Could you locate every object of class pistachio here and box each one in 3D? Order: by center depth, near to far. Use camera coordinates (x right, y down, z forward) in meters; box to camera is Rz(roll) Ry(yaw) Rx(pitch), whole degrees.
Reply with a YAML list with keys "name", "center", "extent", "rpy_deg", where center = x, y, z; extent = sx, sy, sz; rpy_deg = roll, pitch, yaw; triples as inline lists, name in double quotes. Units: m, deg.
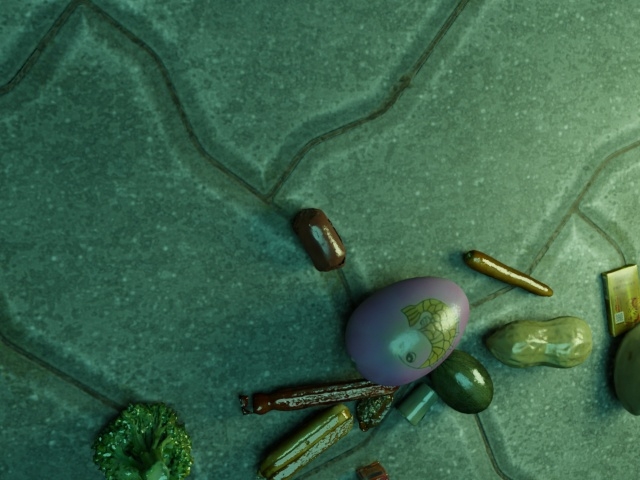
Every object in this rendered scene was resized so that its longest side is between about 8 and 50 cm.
- name: "pistachio"
  center: [0.759, 0.290, 1.760]
  extent: [0.153, 0.138, 0.238]
  rpy_deg: [13, 104, 15]

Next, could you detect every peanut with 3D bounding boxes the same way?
- name: "peanut"
  center: [0.488, 0.226, 1.671]
  extent: [0.256, 0.123, 0.124]
  rpy_deg: [-1, 99, -20]

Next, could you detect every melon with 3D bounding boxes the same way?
- name: "melon"
  center: [0.306, 0.305, 1.628]
  extent: [0.114, 0.114, 0.167]
  rpy_deg: [-43, 106, -7]

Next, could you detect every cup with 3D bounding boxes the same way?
- name: "cup"
  center: [0.215, 0.357, 1.639]
  extent: [0.083, 0.054, 0.075]
  rpy_deg: [-45, 107, -9]

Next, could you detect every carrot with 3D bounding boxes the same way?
- name: "carrot"
  center: [0.415, 0.077, 1.667]
  extent: [0.247, 0.043, 0.043]
  rpy_deg: [23, 91, -21]

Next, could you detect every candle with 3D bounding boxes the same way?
- name: "candle"
  center: [0.000, 0.315, 1.550]
  extent: [0.329, 0.051, 0.048]
  rpy_deg: [-6, 85, -8]

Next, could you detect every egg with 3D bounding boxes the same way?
- name: "egg"
  center: [0.174, 0.173, 1.529]
  extent: [0.271, 0.196, 0.196]
  rpy_deg: [-43, 109, -23]

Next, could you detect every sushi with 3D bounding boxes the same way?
- name: "sushi"
  center: [0.112, 0.341, 1.608]
  extent: [0.055, 0.052, 0.120]
  rpy_deg: [36, 89, -34]

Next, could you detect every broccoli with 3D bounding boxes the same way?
- name: "broccoli"
  center: [-0.319, 0.413, 1.407]
  extent: [0.194, 0.194, 0.220]
  rpy_deg: [-12, 96, -16]

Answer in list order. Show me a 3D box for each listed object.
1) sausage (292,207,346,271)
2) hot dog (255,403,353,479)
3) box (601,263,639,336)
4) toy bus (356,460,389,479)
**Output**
- name: "sausage"
  center: [0.000, 0.000, 1.507]
  extent: [0.076, 0.076, 0.141]
  rpy_deg: [-32, 106, -11]
- name: "hot dog"
  center: [-0.035, 0.416, 1.560]
  extent: [0.235, 0.062, 0.092]
  rpy_deg: [-33, 141, -13]
- name: "box"
  center: [0.705, 0.139, 1.778]
  extent: [0.089, 0.022, 0.156]
  rpy_deg: [-16, 103, -13]
- name: "toy bus"
  center: [0.134, 0.573, 1.635]
  extent: [0.065, 0.077, 0.192]
  rpy_deg: [-21, 103, -11]
